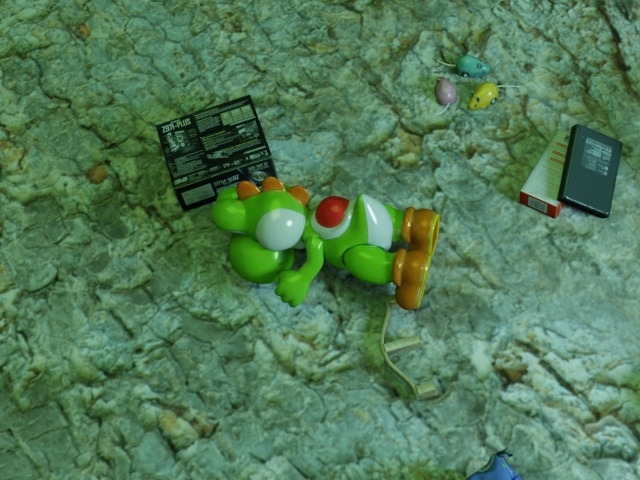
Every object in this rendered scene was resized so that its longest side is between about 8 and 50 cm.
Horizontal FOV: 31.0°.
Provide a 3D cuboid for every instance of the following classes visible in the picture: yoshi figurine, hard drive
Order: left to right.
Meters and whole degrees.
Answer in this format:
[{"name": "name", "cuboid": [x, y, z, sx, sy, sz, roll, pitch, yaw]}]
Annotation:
[{"name": "yoshi figurine", "cuboid": [0.000, 0.012, 1.877, 0.362, 0.203, 0.203, 13, 93, 6]}, {"name": "hard drive", "cuboid": [0.446, -0.114, 1.906, 0.094, 0.022, 0.135, 20, 72, -17]}]

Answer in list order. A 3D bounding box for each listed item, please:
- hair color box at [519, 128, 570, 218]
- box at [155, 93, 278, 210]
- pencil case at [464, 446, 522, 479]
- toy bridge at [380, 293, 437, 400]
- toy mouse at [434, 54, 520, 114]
[{"name": "hair color box", "cuboid": [0.397, -0.113, 1.939, 0.072, 0.043, 0.141, 26, 68, 20]}, {"name": "box", "cuboid": [-0.183, -0.155, 2.030, 0.180, 0.077, 0.147, -19, 59, -3]}, {"name": "pencil case", "cuboid": [0.166, 0.419, 1.617, 0.306, 0.133, 0.119, -30, 71, -8]}, {"name": "toy bridge", "cuboid": [0.128, 0.167, 1.828, 0.063, 0.026, 0.188, -17, 58, -1]}, {"name": "toy mouse", "cuboid": [0.252, -0.290, 2.070, 0.161, 0.031, 0.143, -31, 61, -10]}]
